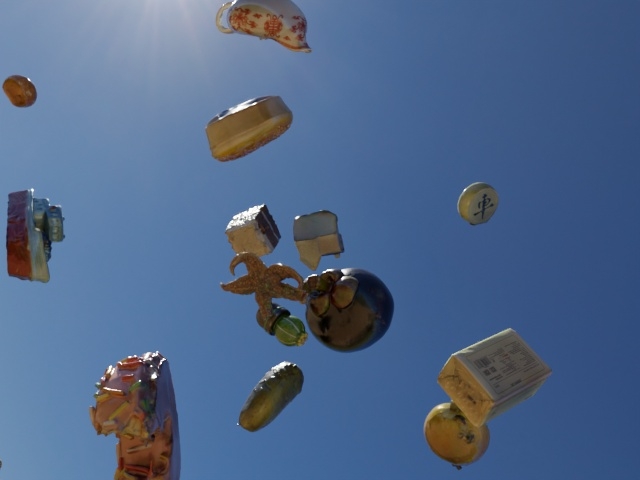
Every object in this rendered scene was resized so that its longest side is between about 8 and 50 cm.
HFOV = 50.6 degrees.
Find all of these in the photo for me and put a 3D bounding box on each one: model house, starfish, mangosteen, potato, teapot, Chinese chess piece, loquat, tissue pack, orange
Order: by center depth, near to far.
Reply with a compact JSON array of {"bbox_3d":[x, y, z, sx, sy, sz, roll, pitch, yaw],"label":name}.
[{"bbox_3d":[0.306,-0.072,1.314,0.034,0.084,0.084,44,-35,50],"label":"Chinese chess piece"},{"bbox_3d":[-0.117,-0.444,1.365,0.245,0.159,0.116,18,-60,37],"label":"teapot"},{"bbox_3d":[-0.124,0.093,1.456,0.209,0.053,0.150,-8,-86,24],"label":"starfish"},{"bbox_3d":[0.000,0.000,1.496,0.100,0.088,0.100,-11,-47,9],"label":"model house"},{"bbox_3d":[-0.734,-0.366,1.657,0.083,0.070,0.083,47,-18,20],"label":"orange"},{"bbox_3d":[0.433,0.338,1.692,0.159,0.234,0.125,48,-43,31],"label":"tissue pack"},{"bbox_3d":[0.355,0.497,1.769,0.172,0.149,0.205,18,-51,35],"label":"loquat"},{"bbox_3d":[-0.150,0.460,1.997,0.113,0.251,0.149,50,-22,-1],"label":"potato"},{"bbox_3d":[0.064,0.189,2.003,0.275,0.275,0.302,-3,-36,43],"label":"mangosteen"}]

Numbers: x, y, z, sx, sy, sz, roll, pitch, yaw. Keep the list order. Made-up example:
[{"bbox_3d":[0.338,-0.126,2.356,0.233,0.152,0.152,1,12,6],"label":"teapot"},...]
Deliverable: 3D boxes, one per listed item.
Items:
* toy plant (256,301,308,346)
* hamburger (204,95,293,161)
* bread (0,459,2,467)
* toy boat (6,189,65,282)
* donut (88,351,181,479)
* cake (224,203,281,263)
[{"bbox_3d":[-0.106,0.243,1.934,0.162,0.092,0.093,31,-46,30],"label":"toy plant"},{"bbox_3d":[-0.164,-0.256,1.557,0.173,0.210,0.116,-133,-161,-72],"label":"hamburger"},{"bbox_3d":[-0.620,0.346,1.082,0.160,0.140,0.169,-10,-57,50],"label":"bread"},{"bbox_3d":[-0.691,-0.002,1.651,0.332,0.133,0.145,-123,-142,-52],"label":"toy boat"},{"bbox_3d":[-0.228,0.249,0.851,0.085,0.199,0.233,-3,-73,-5],"label":"donut"},{"bbox_3d":[-0.212,-0.017,2.119,0.134,0.147,0.135,-20,-68,25],"label":"cake"}]
